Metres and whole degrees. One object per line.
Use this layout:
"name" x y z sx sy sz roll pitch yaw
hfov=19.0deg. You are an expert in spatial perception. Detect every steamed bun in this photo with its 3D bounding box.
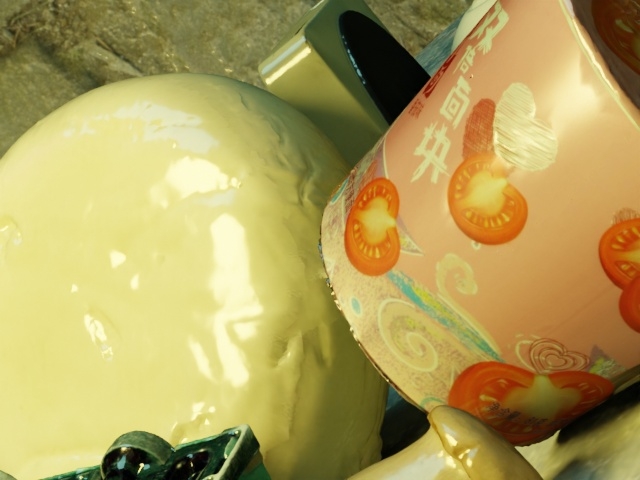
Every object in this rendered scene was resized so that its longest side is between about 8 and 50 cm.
"steamed bun" -0.080 0.044 1.323 0.333 0.312 0.233 9 2 35

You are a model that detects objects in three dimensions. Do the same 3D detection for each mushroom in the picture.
"mushroom" 0.004 0.180 0.986 0.247 0.096 0.108 -38 -17 -6

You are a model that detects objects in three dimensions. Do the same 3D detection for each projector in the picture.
"projector" 0.062 -0.067 1.489 0.079 0.259 0.257 -38 7 17

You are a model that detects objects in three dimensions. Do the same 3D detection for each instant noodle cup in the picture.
"instant noodle cup" 0.141 -0.028 1.036 0.231 0.243 0.243 -42 5 34

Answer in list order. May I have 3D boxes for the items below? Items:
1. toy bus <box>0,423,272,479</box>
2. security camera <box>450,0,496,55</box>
"toy bus" -0.137 0.209 1.127 0.256 0.147 0.128 -16 25 28
"security camera" 0.214 -0.148 1.504 0.236 0.194 0.194 -45 9 -17
